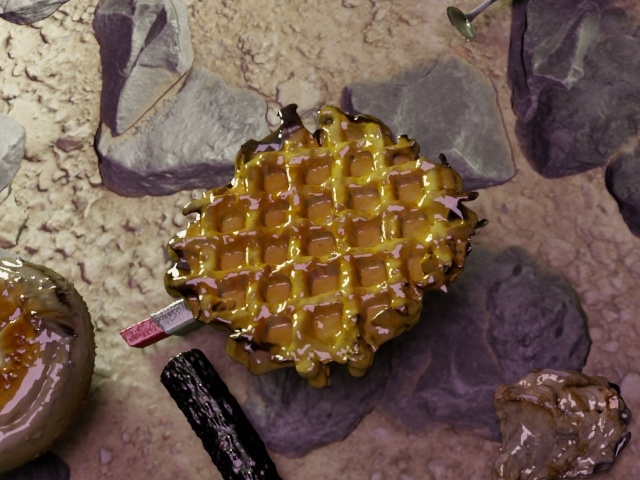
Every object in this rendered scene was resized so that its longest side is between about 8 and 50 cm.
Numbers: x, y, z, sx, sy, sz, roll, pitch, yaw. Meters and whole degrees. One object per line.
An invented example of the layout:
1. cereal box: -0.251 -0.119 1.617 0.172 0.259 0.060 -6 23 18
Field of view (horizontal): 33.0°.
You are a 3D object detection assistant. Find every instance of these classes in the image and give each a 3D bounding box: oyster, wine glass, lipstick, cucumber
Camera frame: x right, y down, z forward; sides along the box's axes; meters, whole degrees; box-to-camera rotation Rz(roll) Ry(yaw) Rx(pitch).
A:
1. oyster: 0.275 0.225 1.279 0.163 0.081 0.191 26 75 20
2. wine glass: 0.281 -0.380 1.604 0.198 0.066 0.066 -39 61 -9
3. lipstick: -0.125 0.075 1.476 0.312 0.051 0.051 -27 61 2
4. cucumber: -0.110 0.261 1.363 0.072 0.072 0.300 -35 61 -5

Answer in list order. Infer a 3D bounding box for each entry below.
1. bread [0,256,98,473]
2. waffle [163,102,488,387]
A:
1. bread: -0.430 0.174 1.437 0.305 0.159 0.305 -8 60 14
2. waffle: 0.000 0.000 1.389 0.379 0.095 0.382 35 74 34
